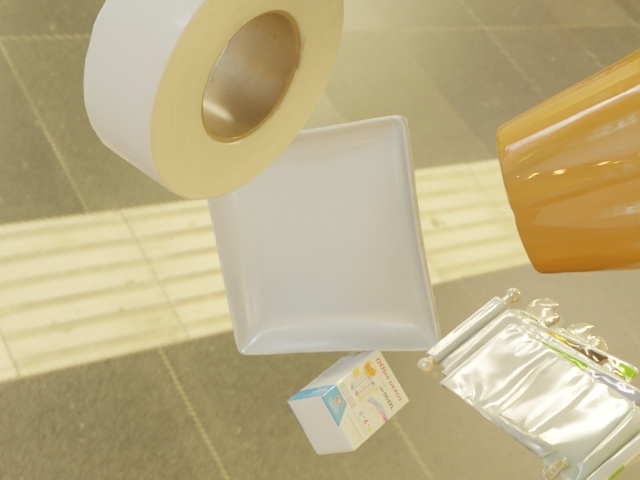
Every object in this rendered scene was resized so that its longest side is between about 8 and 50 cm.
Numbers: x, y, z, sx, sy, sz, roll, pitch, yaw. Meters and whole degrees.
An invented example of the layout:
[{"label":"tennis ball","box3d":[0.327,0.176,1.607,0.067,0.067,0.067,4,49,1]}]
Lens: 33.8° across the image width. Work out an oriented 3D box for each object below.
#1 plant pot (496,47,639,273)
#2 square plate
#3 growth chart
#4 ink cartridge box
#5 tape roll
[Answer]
[{"label":"plant pot","box3d":[0.249,-0.058,0.842,0.205,0.187,0.205,-16,90,-70]},{"label":"square plate","box3d":[0.000,0.000,1.572,0.347,0.344,0.049,-4,13,27]},{"label":"growth chart","box3d":[0.209,0.133,0.979,0.172,0.021,0.237,-26,43,-24]},{"label":"ink cartridge box","box3d":[0.045,0.223,1.489,0.143,0.090,0.092,-35,98,-37]},{"label":"tape roll","box3d":[-0.102,-0.186,1.080,0.100,0.286,0.286,33,39,25]}]
